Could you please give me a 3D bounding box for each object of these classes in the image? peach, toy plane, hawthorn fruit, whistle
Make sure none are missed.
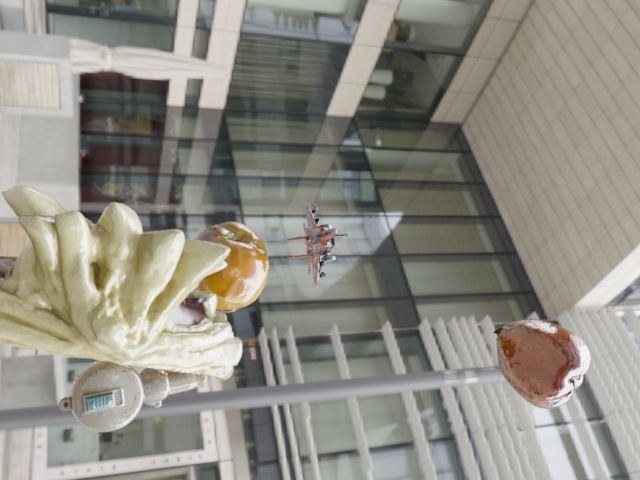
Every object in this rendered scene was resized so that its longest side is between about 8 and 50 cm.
[{"bbox_3d":[-0.149,0.041,0.999,0.138,0.138,0.138,179,-90,-70],"label":"peach"},{"bbox_3d":[0.003,0.000,0.986,0.189,0.061,0.130,157,-71,-66],"label":"toy plane"},{"bbox_3d":[0.207,0.113,0.621,0.093,0.081,0.081,32,-55,35],"label":"hawthorn fruit"},{"bbox_3d":[-0.282,0.229,0.978,0.057,0.220,0.107,-1,-85,61],"label":"whistle"}]

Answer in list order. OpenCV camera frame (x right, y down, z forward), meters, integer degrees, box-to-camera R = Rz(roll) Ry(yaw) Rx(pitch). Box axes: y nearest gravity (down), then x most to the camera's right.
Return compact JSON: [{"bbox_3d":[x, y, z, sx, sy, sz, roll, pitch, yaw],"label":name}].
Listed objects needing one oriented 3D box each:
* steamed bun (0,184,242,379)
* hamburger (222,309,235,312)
[{"bbox_3d":[-0.255,0.054,0.754,0.247,0.428,0.189,4,-103,61],"label":"steamed bun"},{"bbox_3d":[-0.204,0.119,1.426,0.083,0.076,0.044,60,0,40],"label":"hamburger"}]
